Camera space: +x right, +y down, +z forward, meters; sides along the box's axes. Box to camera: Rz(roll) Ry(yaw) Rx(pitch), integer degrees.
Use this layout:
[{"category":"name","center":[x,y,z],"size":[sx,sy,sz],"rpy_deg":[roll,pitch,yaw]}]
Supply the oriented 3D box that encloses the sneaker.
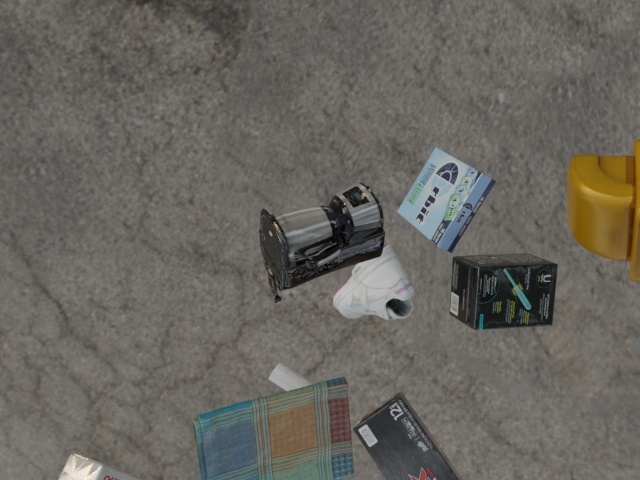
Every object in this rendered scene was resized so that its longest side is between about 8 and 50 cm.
[{"category":"sneaker","center":[0.117,0.131,1.362],"size":[0.152,0.114,0.305],"rpy_deg":[53,158,15]}]

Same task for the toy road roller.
[{"category":"toy road roller","center":[0.480,-0.014,0.896],"size":[0.241,0.329,0.202],"rpy_deg":[2,140,25]}]

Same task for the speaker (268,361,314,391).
[{"category":"speaker","center":[-0.063,0.368,1.586],"size":[0.136,0.055,0.055],"rpy_deg":[31,132,8]}]

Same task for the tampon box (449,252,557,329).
[{"category":"tampon box","center":[0.336,0.092,1.149],"size":[0.161,0.101,0.120],"rpy_deg":[-1,101,-15]}]

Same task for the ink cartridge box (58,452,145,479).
[{"category":"ink cartridge box","center":[-0.520,0.644,1.388],"size":[0.114,0.272,0.197],"rpy_deg":[3,150,29]}]

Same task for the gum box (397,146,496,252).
[{"category":"gum box","center":[0.239,-0.083,1.209],"size":[0.041,0.184,0.157],"rpy_deg":[24,104,-27]}]

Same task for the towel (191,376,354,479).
[{"category":"towel","center":[-0.099,0.481,1.439],"size":[0.370,0.040,0.271],"rpy_deg":[-10,106,-19]}]

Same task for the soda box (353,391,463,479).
[{"category":"soda box","center":[0.099,0.221,0.553],"size":[0.053,0.060,0.169],"rpy_deg":[-35,77,1]}]

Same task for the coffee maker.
[{"category":"coffee maker","center":[0.000,0.000,0.993],"size":[0.120,0.178,0.171],"rpy_deg":[65,159,18]}]
